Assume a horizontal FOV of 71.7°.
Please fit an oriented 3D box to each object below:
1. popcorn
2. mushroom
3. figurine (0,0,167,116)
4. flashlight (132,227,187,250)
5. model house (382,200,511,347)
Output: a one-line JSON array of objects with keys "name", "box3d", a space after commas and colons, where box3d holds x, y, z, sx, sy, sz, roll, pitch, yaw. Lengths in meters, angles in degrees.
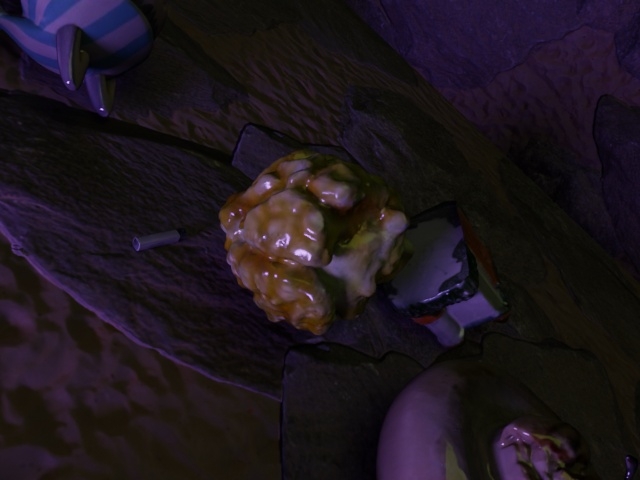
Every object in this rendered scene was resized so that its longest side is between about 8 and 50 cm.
[{"name": "popcorn", "box3d": [0.002, 0.002, 0.695, 0.335, 0.274, 0.279, 41, 62, -68]}, {"name": "mushroom", "box3d": [0.256, 0.328, 0.600, 0.362, 0.294, 0.362, 22, 44, -23]}, {"name": "figurine", "box3d": [-0.423, -0.407, 0.710, 0.361, 0.266, 0.378, 6, 52, -38]}, {"name": "flashlight", "box3d": [-0.248, -0.003, 0.689, 0.083, 0.018, 0.018, -18, 66, -48]}, {"name": "model house", "box3d": [0.296, 0.109, 0.969, 0.301, 0.190, 0.271, 44, 32, -25]}]
